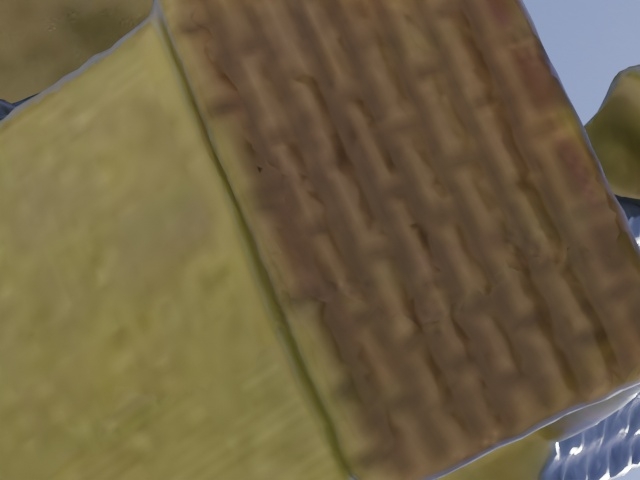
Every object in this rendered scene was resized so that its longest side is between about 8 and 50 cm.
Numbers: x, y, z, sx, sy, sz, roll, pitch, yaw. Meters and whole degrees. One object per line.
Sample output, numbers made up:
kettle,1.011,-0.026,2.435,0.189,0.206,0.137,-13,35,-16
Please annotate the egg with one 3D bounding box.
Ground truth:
egg,-0.151,-0.125,1.088,0.241,0.186,0.186,-3,-87,38

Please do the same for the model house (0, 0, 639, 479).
model house,0.000,0.000,0.729,0.266,0.321,0.261,-30,-104,25
